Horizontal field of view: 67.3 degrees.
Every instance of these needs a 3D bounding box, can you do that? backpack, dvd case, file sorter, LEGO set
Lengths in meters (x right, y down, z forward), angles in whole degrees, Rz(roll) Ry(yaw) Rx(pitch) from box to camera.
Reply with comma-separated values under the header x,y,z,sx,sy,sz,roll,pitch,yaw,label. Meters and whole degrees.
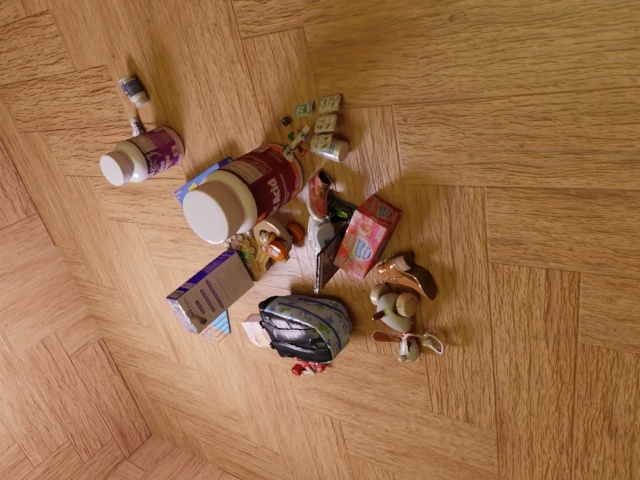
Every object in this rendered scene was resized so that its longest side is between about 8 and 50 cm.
x,y,z,sx,sy,sz,roll,pitch,yaw,label
-0.047,0.355,1.934,0.356,0.274,0.289,7,123,59,backpack
0.043,0.060,1.664,0.018,0.221,0.164,20,129,22,dvd case
-0.539,0.414,2.417,0.118,0.104,0.170,19,128,27,file sorter
-0.036,-0.353,1.531,0.245,0.060,0.182,1,76,41,LEGO set

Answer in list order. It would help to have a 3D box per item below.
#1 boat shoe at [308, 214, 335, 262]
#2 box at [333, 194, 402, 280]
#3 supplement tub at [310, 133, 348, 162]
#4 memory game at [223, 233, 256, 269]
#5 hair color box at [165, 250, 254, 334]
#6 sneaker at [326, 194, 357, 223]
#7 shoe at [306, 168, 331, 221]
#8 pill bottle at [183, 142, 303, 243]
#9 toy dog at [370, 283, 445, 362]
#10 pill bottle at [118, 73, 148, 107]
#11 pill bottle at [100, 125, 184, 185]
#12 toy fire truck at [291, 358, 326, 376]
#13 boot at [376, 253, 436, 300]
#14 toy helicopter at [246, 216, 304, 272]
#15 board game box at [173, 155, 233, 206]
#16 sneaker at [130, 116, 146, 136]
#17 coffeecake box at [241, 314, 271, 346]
x,y,z,sx,sy,sz,roll,pitch,yaw,label
0.000,0.000,1.731,0.088,0.096,0.267,54,168,32,boat shoe
0.155,-0.006,1.602,0.123,0.128,0.256,34,133,14,box
0.029,-0.298,1.541,0.107,0.071,0.070,23,130,24,supplement tub
-0.350,0.046,2.094,0.186,0.012,0.186,19,129,26,memory game
-0.462,0.215,2.044,0.110,0.339,0.185,2,125,45,hair color box
0.042,-0.106,1.654,0.188,0.078,0.067,23,131,26,sneaker
-0.001,-0.154,1.613,0.081,0.064,0.177,-48,42,42,shoe
-0.252,-0.161,1.614,0.224,0.392,0.223,19,129,26,pill bottle
0.265,0.316,1.700,0.333,0.161,0.220,59,148,-8,toy dog
-0.743,-0.595,1.918,0.067,0.067,0.120,-22,104,43,pill bottle
-0.703,-0.330,1.900,0.170,0.301,0.169,19,128,26,pill bottle
-0.054,0.577,2.205,0.192,0.047,0.135,8,123,32,toy fire truck
0.293,0.134,1.645,0.197,0.073,0.152,53,143,-7,boot
-0.227,0.020,1.908,0.235,0.140,0.355,36,145,5,toy helicopter
-0.428,-0.167,1.962,0.347,0.078,0.233,-20,105,43,board game box
-0.766,-0.474,2.041,0.069,0.038,0.098,28,141,17,sneaker
-0.259,0.419,2.237,0.186,0.068,0.142,-10,113,41,coffeecake box
